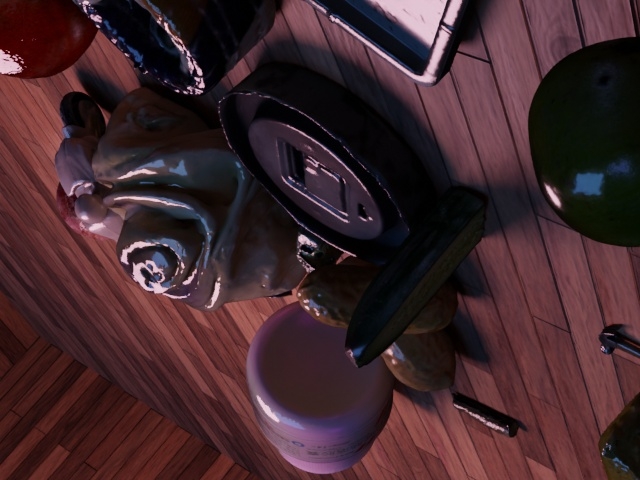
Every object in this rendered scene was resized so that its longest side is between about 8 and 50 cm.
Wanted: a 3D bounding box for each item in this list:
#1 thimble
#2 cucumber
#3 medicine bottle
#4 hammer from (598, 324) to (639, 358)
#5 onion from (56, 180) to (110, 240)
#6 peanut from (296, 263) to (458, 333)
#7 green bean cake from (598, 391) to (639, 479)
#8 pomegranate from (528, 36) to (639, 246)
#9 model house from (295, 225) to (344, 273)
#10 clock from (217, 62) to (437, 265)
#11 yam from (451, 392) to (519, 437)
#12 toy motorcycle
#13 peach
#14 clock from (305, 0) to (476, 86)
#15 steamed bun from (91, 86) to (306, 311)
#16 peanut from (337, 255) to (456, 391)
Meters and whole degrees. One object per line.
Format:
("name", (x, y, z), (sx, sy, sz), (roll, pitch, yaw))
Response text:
("thimble", (-0.179, -0.288, 1.553), (0.237, 0.150, 0.237), (36, 162, 14))
("cucumber", (0.106, 0.047, 1.630), (0.063, 0.244, 0.115), (37, 173, 20))
("medicine bottle", (0.002, 0.255, 2.243), (0.241, 0.241, 0.302), (34, 159, 17))
("hammer", (0.415, 0.150, 1.604), (0.182, 0.017, 0.062), (26, 156, 31))
("onion", (-0.391, -0.075, 2.355), (0.159, 0.159, 0.195), (41, -179, -3))
("peanut", (0.079, 0.076, 1.832), (0.226, 0.095, 0.108), (4, 159, -6))
("green bean cake", (0.478, 0.304, 1.658), (0.236, 0.124, 0.233), (27, 157, 34))
("pomegranate", (0.287, -0.092, 1.121), (0.225, 0.187, 0.187), (-16, 125, 39))
("model house", (0.000, 0.000, 1.945), (0.066, 0.078, 0.083), (33, 158, 15))
("clock", (0.008, -0.096, 1.741), (0.325, 0.067, 0.325), (35, 160, 15))
("yam", (0.260, 0.282, 2.151), (0.129, 0.027, 0.033), (23, 153, 42))
("toy motorcycle", (-0.335, -0.078, 2.216), (0.108, 0.223, 0.340), (-25, 119, 25))
("peach", (-0.381, -0.333, 1.683), (0.245, 0.248, 0.274), (2, 144, 44))
("clock", (0.034, -0.295, 1.295), (0.279, 0.049, 0.273), (38, 161, 8))
("steamed bun", (-0.202, -0.030, 2.012), (0.394, 0.237, 0.346), (42, 160, -2))
("peanut", (0.105, 0.127, 1.977), (0.274, 0.111, 0.125), (50, 163, -23))
